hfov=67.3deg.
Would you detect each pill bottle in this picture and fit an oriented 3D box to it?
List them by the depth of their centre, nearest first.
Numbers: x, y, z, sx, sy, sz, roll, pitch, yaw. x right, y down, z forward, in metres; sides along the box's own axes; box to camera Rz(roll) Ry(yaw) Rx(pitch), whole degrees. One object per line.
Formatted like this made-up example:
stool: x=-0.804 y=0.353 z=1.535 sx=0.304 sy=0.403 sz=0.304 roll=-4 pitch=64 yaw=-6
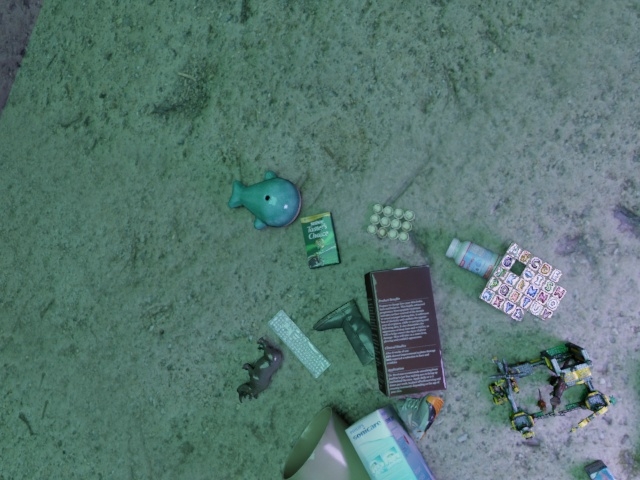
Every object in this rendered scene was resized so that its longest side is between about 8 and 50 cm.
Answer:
pill bottle: x=0.483 y=0.054 z=1.520 sx=0.160 sy=0.087 sz=0.087 roll=26 pitch=92 yaw=16

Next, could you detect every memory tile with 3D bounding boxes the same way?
memory tile: x=0.239 y=-0.059 z=1.632 sx=0.147 sy=0.012 sz=0.113 roll=14 pitch=89 yaw=14

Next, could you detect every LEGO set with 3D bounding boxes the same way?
LEGO set: x=0.666 y=0.435 z=1.385 sx=0.331 sy=0.192 sz=0.255 roll=-13 pitch=82 yaw=13

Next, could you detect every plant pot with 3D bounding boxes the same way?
plant pot: x=0.065 y=0.711 z=1.505 sx=0.274 sy=0.256 sz=0.256 roll=37 pitch=95 yaw=-1

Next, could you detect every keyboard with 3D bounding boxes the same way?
keyboard: x=-0.076 y=0.358 z=1.673 sx=0.072 sy=0.014 sz=0.256 roll=-46 pitch=77 yaw=6

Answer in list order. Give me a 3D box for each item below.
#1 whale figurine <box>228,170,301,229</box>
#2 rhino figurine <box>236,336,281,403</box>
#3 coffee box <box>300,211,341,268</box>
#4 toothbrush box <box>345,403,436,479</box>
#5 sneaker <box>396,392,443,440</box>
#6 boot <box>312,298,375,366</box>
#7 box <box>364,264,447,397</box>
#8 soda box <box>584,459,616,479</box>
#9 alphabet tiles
whale figurine: x=-0.207 y=-0.146 z=1.686 sx=0.271 sy=0.141 sz=0.216 roll=14 pitch=89 yaw=16
rhino figurine: x=-0.219 y=0.464 z=1.670 sx=0.106 sy=0.073 sz=0.243 roll=31 pitch=94 yaw=18
coffee box: x=0.000 y=0.000 z=1.672 sx=0.113 sy=0.040 sz=0.184 roll=-11 pitch=83 yaw=13
toothbrush box: x=0.222 y=0.662 z=1.444 sx=0.126 sy=0.216 sz=0.296 roll=-36 pitch=67 yaw=8
sneaker: x=0.286 y=0.516 z=1.457 sx=0.121 sy=0.262 sz=0.099 roll=34 pitch=58 yaw=23
boot: x=0.098 y=0.325 z=1.610 sx=0.189 sy=0.076 sz=0.209 roll=-32 pitch=85 yaw=12
box: x=0.259 y=0.278 z=1.508 sx=0.191 sy=0.143 sz=0.382 roll=-6 pitch=84 yaw=-5
soda box: x=0.842 y=0.736 z=1.380 sx=0.058 sy=0.063 sz=0.183 roll=-32 pitch=78 yaw=10
alphabet tiles: x=0.630 y=0.146 z=1.470 sx=0.237 sy=0.009 sz=0.198 roll=30 pitch=93 yaw=-7
